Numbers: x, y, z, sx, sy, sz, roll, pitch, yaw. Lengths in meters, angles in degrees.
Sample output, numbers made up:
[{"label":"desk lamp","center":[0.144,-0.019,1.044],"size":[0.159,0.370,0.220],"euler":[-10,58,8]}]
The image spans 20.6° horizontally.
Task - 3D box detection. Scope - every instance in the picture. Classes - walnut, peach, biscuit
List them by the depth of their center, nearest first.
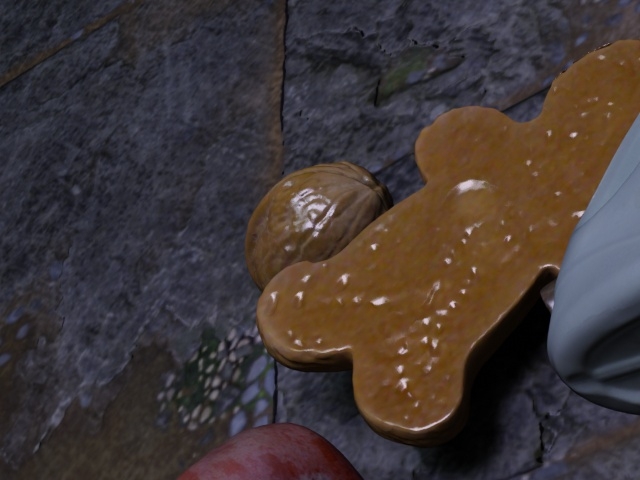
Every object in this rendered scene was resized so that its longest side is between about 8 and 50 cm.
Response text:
[{"label":"peach","center":[-0.026,0.201,1.100],"size":[0.152,0.152,0.152],"euler":[-27,41,26]},{"label":"biscuit","center":[0.129,-0.007,1.166],"size":[0.339,0.047,0.216],"euler":[-45,48,-11]},{"label":"walnut","center":[0.000,0.000,1.276],"size":[0.124,0.105,0.105],"euler":[-54,32,23]}]

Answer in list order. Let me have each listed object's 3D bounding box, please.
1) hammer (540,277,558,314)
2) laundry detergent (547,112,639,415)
[{"label":"hammer","center":[0.291,-0.052,1.034],"size":[0.365,0.043,0.111],"euler":[-33,31,13]},{"label":"laundry detergent","center":[0.273,-0.092,0.946],"size":[0.264,0.125,0.398],"euler":[-23,31,43]}]
